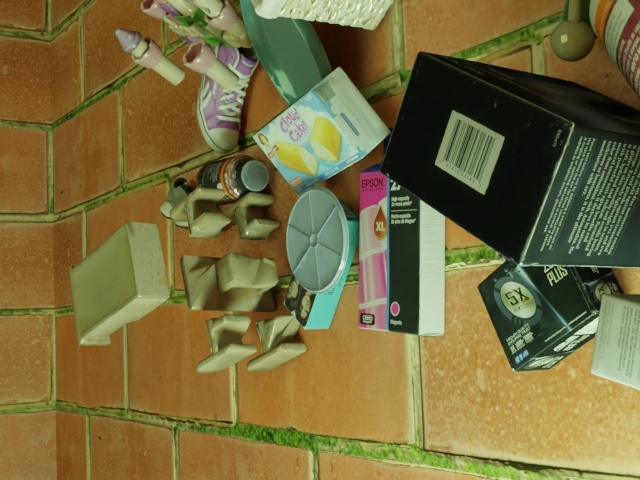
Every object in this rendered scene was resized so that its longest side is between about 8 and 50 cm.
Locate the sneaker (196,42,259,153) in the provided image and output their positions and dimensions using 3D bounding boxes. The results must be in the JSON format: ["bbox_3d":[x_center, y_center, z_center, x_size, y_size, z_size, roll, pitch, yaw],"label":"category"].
[{"bbox_3d":[-0.205,-0.348,2.120,0.161,0.102,0.282,-14,77,52],"label":"sneaker"}]

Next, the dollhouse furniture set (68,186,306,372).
[{"bbox_3d":[-0.281,0.100,1.941,0.256,0.394,0.362,-32,63,42],"label":"dollhouse furniture set"}]

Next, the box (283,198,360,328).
[{"bbox_3d":[0.004,0.046,1.824,0.100,0.060,0.244,45,125,48],"label":"box"}]

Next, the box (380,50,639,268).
[{"bbox_3d":[0.291,-0.103,1.185,0.296,0.294,0.182,41,120,49],"label":"box"}]

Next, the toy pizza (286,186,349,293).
[{"bbox_3d":[0.000,0.000,1.748,0.201,0.032,0.201,1,91,55],"label":"toy pizza"}]

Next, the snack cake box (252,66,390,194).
[{"bbox_3d":[-0.005,-0.199,1.736,0.152,0.089,0.264,50,152,-8],"label":"snack cake box"}]

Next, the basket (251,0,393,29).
[{"bbox_3d":[0.014,-0.602,1.645,0.331,0.267,0.328,-56,46,41],"label":"basket"}]

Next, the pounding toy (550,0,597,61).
[{"bbox_3d":[0.381,-0.323,1.182,0.110,0.237,0.182,17,119,20],"label":"pounding toy"}]

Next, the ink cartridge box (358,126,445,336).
[{"bbox_3d":[0.142,-0.024,1.622,0.176,0.069,0.370,-1,85,57],"label":"ink cartridge box"}]

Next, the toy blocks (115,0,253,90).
[{"bbox_3d":[-0.287,-0.520,2.012,0.289,0.260,0.308,15,75,48],"label":"toy blocks"}]

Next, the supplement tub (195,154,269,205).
[{"bbox_3d":[-0.195,-0.136,2.089,0.198,0.106,0.106,-5,85,57],"label":"supplement tub"}]

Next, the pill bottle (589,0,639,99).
[{"bbox_3d":[0.471,-0.159,0.979,0.224,0.224,0.392,-53,47,42],"label":"pill bottle"}]

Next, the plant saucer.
[{"bbox_3d":[-0.059,-0.373,1.824,0.317,0.044,0.317,53,165,20],"label":"plant saucer"}]

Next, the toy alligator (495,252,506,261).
[{"bbox_3d":[0.263,-0.061,1.443,0.056,0.051,0.189,-6,84,57],"label":"toy alligator"}]

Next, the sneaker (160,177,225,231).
[{"bbox_3d":[-0.313,-0.086,2.276,0.271,0.100,0.107,28,107,54],"label":"sneaker"}]

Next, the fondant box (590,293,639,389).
[{"bbox_3d":[0.483,0.131,0.938,0.330,0.238,0.096,18,103,55],"label":"fondant box"}]

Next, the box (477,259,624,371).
[{"bbox_3d":[0.327,0.081,1.321,0.180,0.078,0.147,-48,50,45],"label":"box"}]
